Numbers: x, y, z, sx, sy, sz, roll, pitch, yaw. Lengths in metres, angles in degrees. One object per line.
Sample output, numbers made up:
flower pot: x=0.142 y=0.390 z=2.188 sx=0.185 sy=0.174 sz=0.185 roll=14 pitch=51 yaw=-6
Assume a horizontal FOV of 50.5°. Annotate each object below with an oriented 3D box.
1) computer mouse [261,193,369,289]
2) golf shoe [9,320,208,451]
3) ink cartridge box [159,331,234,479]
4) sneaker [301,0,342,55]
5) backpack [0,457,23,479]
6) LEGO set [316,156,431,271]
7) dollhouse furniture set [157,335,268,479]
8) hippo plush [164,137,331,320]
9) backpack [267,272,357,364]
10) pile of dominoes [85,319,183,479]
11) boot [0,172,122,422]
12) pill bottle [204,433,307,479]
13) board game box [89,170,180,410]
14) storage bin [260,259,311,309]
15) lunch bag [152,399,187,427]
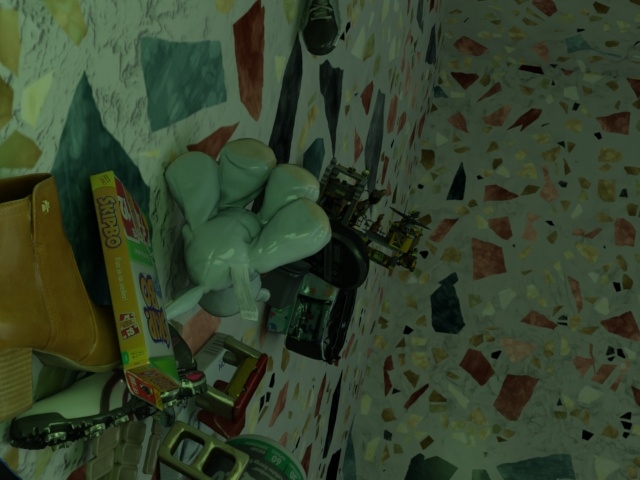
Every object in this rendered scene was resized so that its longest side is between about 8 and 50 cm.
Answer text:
computer mouse: x=0.000 y=0.000 z=1.338 sx=0.072 sy=0.272 sz=0.189 roll=-27 pitch=133 yaw=-42
golf shoe: x=-0.266 y=0.176 z=0.838 sx=0.272 sy=0.105 sz=0.120 roll=-8 pitch=72 yaw=-59
ink cartridge box: x=-0.217 y=0.313 z=1.209 sx=0.223 sy=0.045 sz=0.224 roll=-50 pitch=148 yaw=-62
sneaker: x=-0.008 y=-0.492 z=1.339 sx=0.132 sy=0.086 sz=0.229 roll=48 pitch=44 yaw=-67
backpack: x=-0.335 y=0.246 z=0.622 sx=0.114 sy=0.084 sz=0.105 roll=93 pitch=15 yaw=-48
LEGO set: x=0.118 y=-0.086 z=1.616 sx=0.192 sy=0.331 sz=0.255 roll=-66 pitch=166 yaw=22
dollhouse furniture set: x=-0.166 y=0.361 z=1.007 sx=0.374 sy=0.152 sz=0.201 roll=-60 pitch=172 yaw=-34
hippo plush: x=-0.108 y=0.021 z=1.015 sx=0.237 sy=0.234 sz=0.294 roll=99 pitch=-12 yaw=-62
backpack: x=-0.006 y=0.138 z=1.588 sx=0.225 sy=0.191 sz=0.254 roll=33 pitch=77 yaw=-77
pile of dominoes: x=-0.275 y=0.222 z=0.980 sx=0.196 sy=0.040 sz=0.251 roll=61 pitch=35 yaw=-67
boot: x=-0.268 y=0.036 z=0.694 sx=0.295 sy=0.104 sz=0.211 roll=-40 pitch=133 yaw=-75
pill bottle: x=-0.172 y=0.552 z=1.250 sx=0.361 sy=0.204 sz=0.204 roll=-57 pitch=155 yaw=-57
board game box: x=-0.211 y=0.059 z=0.782 sx=0.124 sy=0.039 sz=0.260 roll=79 pitch=-4 yaw=-67
storage bin: x=-0.100 y=0.071 z=1.312 sx=0.098 sy=0.135 sz=0.091 roll=-22 pitch=132 yaw=-68
lunch bag: x=-0.225 y=0.223 z=0.996 sx=0.071 sy=0.053 sz=0.083 roll=-65 pitch=146 yaw=-63
